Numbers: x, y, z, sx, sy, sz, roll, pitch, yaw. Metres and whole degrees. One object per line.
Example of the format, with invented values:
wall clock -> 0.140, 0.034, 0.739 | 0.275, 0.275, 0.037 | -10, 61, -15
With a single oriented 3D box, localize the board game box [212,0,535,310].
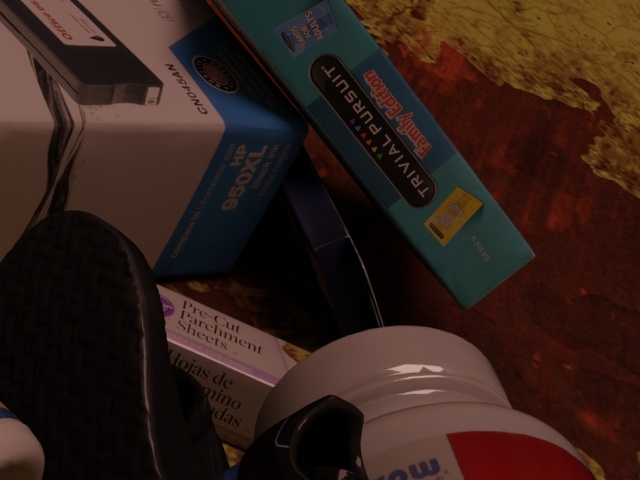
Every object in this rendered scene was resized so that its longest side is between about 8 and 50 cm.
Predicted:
board game box -> 0.019, -0.123, 1.521 | 0.336, 0.079, 0.254 | 51, 2, -23

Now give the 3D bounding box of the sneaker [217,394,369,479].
sneaker -> -0.003, 0.182, 0.964 | 0.081, 0.090, 0.232 | 26, 33, -31

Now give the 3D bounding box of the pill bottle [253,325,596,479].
pill bottle -> 0.088, 0.246, 1.077 | 0.229, 0.229, 0.408 | 14, 33, -28

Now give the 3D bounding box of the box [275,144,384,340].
box -> 0.000, 0.000, 1.486 | 0.036, 0.136, 0.225 | -23, 45, -5

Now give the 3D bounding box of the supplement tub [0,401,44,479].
supplement tub -> -0.273, 0.106, 1.049 | 0.199, 0.144, 0.144 | 41, 31, 18

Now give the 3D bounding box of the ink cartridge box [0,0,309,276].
ink cartridge box -> -0.252, -0.116, 1.388 | 0.395, 0.166, 0.285 | -3, 44, -45

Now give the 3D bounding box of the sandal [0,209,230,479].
sandal -> -0.117, 0.174, 1.115 | 0.107, 0.167, 0.446 | 36, 24, -49

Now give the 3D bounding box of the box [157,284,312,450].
box -> -0.007, 0.128, 1.341 | 0.324, 0.063, 0.067 | 25, 28, -10
